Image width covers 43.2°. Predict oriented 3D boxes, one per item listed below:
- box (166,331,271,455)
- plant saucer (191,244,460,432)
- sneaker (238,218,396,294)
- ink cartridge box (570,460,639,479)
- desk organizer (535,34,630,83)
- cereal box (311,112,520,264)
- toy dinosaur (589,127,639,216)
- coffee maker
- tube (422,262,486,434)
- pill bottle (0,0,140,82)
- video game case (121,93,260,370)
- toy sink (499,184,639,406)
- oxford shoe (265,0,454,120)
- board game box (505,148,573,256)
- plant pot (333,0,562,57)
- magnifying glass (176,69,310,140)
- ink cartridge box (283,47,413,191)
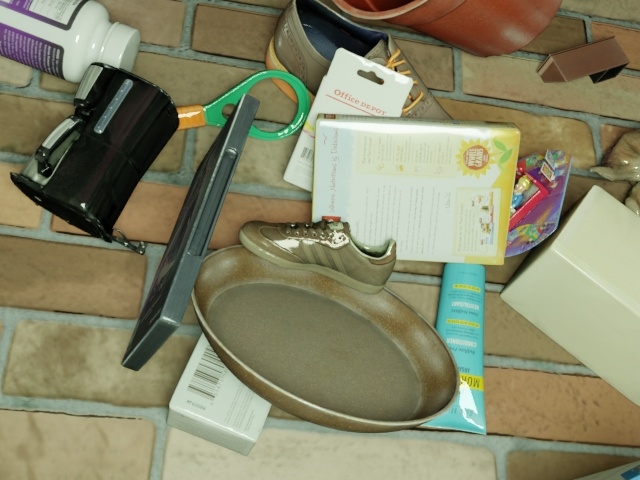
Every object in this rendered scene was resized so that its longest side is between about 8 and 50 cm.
[{"bbox_3d":[-0.102,0.165,0.880,0.102,0.087,0.101,24,62,-2],"label":"box"},{"bbox_3d":[0.002,0.107,0.877,0.310,0.050,0.310,19,23,-9],"label":"plant saucer"},{"bbox_3d":[0.000,0.000,0.951,0.188,0.071,0.066,19,23,-15],"label":"sneaker"},{"bbox_3d":[0.286,0.333,0.808,0.171,0.232,0.168,-19,72,-21],"label":"ink cartridge box"},{"bbox_3d":[0.401,-0.265,1.231,0.130,0.047,0.050,-19,73,-21],"label":"desk organizer"},{"bbox_3d":[0.110,-0.062,0.978,0.240,0.173,0.047,4,21,2],"label":"cereal box"},{"bbox_3d":[0.500,-0.131,1.153,0.296,0.127,0.200,-8,59,-4],"label":"toy dinosaur"},{"bbox_3d":[-0.241,-0.097,0.952,0.171,0.120,0.178,34,73,-15],"label":"coffee maker"},{"bbox_3d":[0.169,0.129,0.988,0.080,0.052,0.207,7,68,3],"label":"tube"},{"bbox_3d":[-0.334,-0.264,1.022,0.193,0.108,0.108,21,62,-3],"label":"pill bottle"},{"bbox_3d":[-0.144,-0.006,0.892,0.026,0.196,0.274,23,61,-15],"label":"video game case"},{"bbox_3d":[0.374,0.070,1.003,0.234,0.153,0.131,38,62,8],"label":"toy sink"},{"bbox_3d":[0.083,-0.185,1.067,0.364,0.133,0.130,35,62,5],"label":"oxford shoe"},{"bbox_3d":[0.251,-0.057,1.046,0.033,0.133,0.168,38,58,-28],"label":"board game box"},{"bbox_3d":[0.183,-0.383,1.088,0.265,0.272,0.272,13,55,-47],"label":"plant pot"},{"bbox_3d":[-0.128,-0.167,1.052,0.231,0.026,0.092,-11,109,-11],"label":"magnifying glass"},{"bbox_3d":[0.036,-0.143,1.011,0.104,0.181,0.061,23,23,-2],"label":"ink cartridge box"}]
